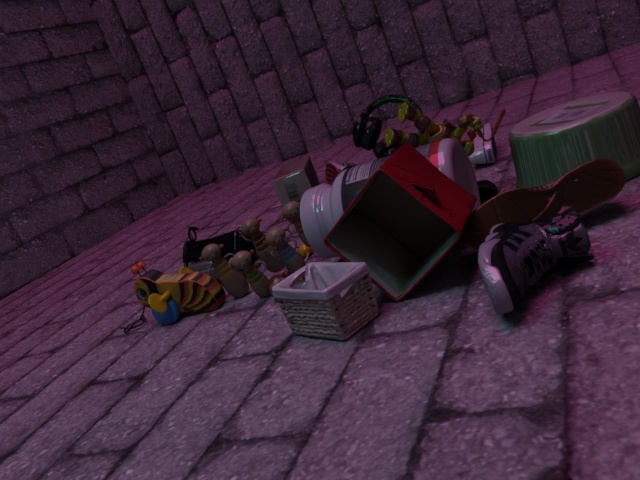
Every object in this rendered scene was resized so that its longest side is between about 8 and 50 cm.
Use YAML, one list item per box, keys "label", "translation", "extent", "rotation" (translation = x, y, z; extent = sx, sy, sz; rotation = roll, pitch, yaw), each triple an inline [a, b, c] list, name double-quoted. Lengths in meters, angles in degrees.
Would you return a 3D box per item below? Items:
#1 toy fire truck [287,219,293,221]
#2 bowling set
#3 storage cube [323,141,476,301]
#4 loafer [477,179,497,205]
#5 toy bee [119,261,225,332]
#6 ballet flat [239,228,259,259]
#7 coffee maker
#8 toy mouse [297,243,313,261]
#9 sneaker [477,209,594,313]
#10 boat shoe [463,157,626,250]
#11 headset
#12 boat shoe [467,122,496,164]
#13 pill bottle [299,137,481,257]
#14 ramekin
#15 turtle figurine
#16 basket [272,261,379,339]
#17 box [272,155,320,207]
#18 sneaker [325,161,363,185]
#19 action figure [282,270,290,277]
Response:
- label: "toy fire truck"
  translation: [-0.019, -0.116, 2.104]
  extent: [0.135, 0.047, 0.192]
  rotation: [-33, 19, -36]
- label: "bowling set"
  translation: [-0.121, 0.031, 1.458]
  extent: [0.287, 0.154, 0.200]
  rotation: [-36, 23, -5]
- label: "storage cube"
  translation: [0.155, -0.040, 1.182]
  extent: [0.215, 0.183, 0.193]
  rotation: [-53, -3, 31]
- label: "loafer"
  translation: [0.305, -0.091, 1.487]
  extent: [0.223, 0.076, 0.078]
  rotation: [-16, 6, 7]
- label: "toy bee"
  translation: [-0.394, 0.126, 1.555]
  extent: [0.298, 0.162, 0.195]
  rotation: [-21, 16, 1]
- label: "ballet flat"
  translation: [-0.226, 0.005, 1.905]
  extent: [0.076, 0.079, 0.221]
  rotation: [-26, 15, -11]
- label: "coffee maker"
  translation: [-0.277, 0.028, 1.719]
  extent: [0.178, 0.171, 0.120]
  rotation: [-14, 0, 21]
- label: "toy mouse"
  translation: [0.000, 0.000, 1.691]
  extent: [0.143, 0.031, 0.161]
  rotation: [-24, 15, -10]
- label: "sneaker"
  translation: [0.337, 0.021, 0.983]
  extent: [0.153, 0.101, 0.268]
  rotation: [-18, 12, 26]
- label: "boat shoe"
  translation: [0.413, -0.053, 1.182]
  extent: [0.302, 0.109, 0.098]
  rotation: [-25, -22, 5]
- label: "headset"
  translation: [0.211, -0.369, 2.338]
  extent: [0.394, 0.243, 0.185]
  rotation: [-50, -15, 5]
- label: "boat shoe"
  translation: [0.485, -0.293, 1.920]
  extent: [0.084, 0.095, 0.258]
  rotation: [-12, 16, 20]
- label: "pill bottle"
  translation: [0.152, -0.079, 1.403]
  extent: [0.362, 0.210, 0.210]
  rotation: [-15, 16, 28]
- label: "ramekin"
  translation: [0.572, -0.217, 1.412]
  extent: [0.303, 0.148, 0.303]
  rotation: [-20, 14, 6]
- label: "turtle figurine"
  translation: [0.269, -0.239, 1.415]
  extent: [0.269, 0.217, 0.087]
  rotation: [127, 155, -52]
- label: "basket"
  translation: [0.011, 0.108, 1.146]
  extent: [0.113, 0.103, 0.167]
  rotation: [-32, 18, -35]
- label: "box"
  translation: [-0.080, -0.204, 2.320]
  extent: [0.121, 0.148, 0.311]
  rotation: [-20, 13, 8]
- label: "sneaker"
  translation: [0.106, -0.207, 2.155]
  extent: [0.112, 0.121, 0.299]
  rotation: [-9, 14, -26]
- label: "action figure"
  translation: [-0.065, 0.061, 1.579]
  extent: [0.038, 0.030, 0.115]
  rotation: [-22, 12, 18]
